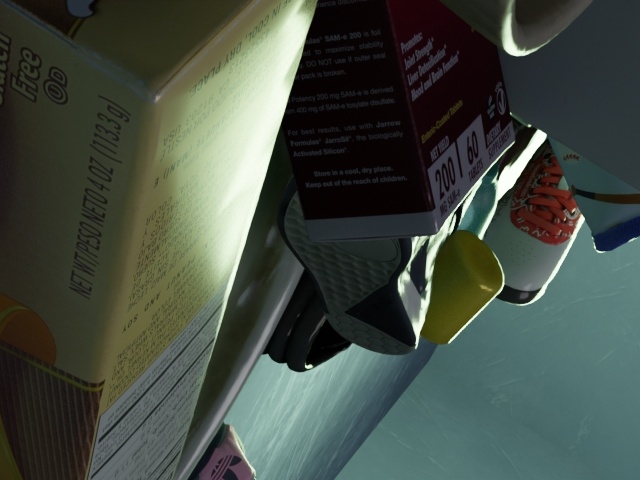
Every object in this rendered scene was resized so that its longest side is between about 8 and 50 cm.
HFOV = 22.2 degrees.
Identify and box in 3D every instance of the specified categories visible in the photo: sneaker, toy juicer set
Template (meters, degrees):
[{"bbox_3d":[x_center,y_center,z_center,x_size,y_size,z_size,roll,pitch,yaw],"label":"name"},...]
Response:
[{"bbox_3d":[-0.113,0.212,1.437,0.112,0.131,0.319,-55,170,-11],"label":"sneaker"},{"bbox_3d":[0.058,-0.076,1.248,0.089,0.209,0.329,-38,-164,29],"label":"toy juicer set"},{"bbox_3d":[0.045,-0.047,0.996,0.226,0.086,0.163,77,33,-64],"label":"sneaker"},{"bbox_3d":[0.233,-0.059,1.601,0.270,0.090,0.145,-49,167,-49],"label":"sneaker"},{"bbox_3d":[0.000,0.000,1.270,0.296,0.146,0.105,-48,165,-47],"label":"sneaker"}]

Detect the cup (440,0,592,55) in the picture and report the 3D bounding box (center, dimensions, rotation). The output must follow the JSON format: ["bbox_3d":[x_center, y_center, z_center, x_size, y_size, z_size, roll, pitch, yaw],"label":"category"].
[{"bbox_3d":[0.038,-0.247,0.399,0.331,0.237,0.331,-55,171,-13],"label":"cup"}]

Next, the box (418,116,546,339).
[{"bbox_3d":[0.133,-0.075,1.715,0.191,0.143,0.381,-47,168,-40],"label":"box"}]

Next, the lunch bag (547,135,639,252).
[{"bbox_3d":[0.356,-0.211,1.380,0.385,0.328,0.239,-22,-176,18],"label":"lunch bag"}]

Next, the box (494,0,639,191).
[{"bbox_3d":[0.133,-0.177,0.831,0.232,0.322,0.058,-62,172,28],"label":"box"}]

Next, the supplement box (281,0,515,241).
[{"bbox_3d":[0.022,-0.134,0.783,0.130,0.073,0.240,-46,127,-56],"label":"supplement box"}]

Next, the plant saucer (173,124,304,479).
[{"bbox_3d":[-0.116,0.053,0.967,0.400,0.100,0.400,-57,170,-16],"label":"plant saucer"}]

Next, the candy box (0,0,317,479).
[{"bbox_3d":[-0.121,-0.015,0.521,0.087,0.183,0.316,-49,167,-35],"label":"candy box"}]
